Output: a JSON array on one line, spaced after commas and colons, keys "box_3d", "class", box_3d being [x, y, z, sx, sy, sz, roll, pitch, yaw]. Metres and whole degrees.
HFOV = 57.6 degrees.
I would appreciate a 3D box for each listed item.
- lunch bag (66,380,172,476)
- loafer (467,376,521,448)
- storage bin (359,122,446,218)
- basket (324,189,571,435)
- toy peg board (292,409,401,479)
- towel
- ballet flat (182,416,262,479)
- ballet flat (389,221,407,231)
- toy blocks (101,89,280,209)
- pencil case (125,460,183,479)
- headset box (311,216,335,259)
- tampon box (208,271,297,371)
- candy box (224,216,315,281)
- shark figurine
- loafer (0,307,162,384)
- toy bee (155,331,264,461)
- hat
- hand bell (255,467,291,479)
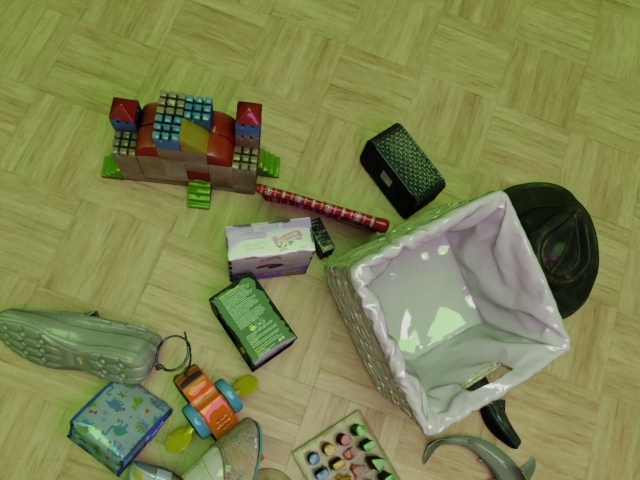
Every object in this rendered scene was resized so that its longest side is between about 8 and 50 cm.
[{"box_3d": [-0.372, 0.337, 1.092, 0.128, 0.096, 0.151, 35, 43, 3], "class": "lunch bag"}, {"box_3d": [0.362, 0.348, 1.202, 0.061, 0.062, 0.170, -32, 82, -20], "class": "loafer"}, {"box_3d": [0.178, -0.152, 1.289, 0.084, 0.122, 0.180, -34, 81, -15], "class": "storage bin"}, {"box_3d": [0.217, 0.118, 1.100, 0.328, 0.266, 0.331, -27, 98, -14], "class": "basket"}, {"box_3d": [0.056, 0.440, 1.124, 0.160, 0.079, 0.161, -29, 79, -15], "class": "toy peg board"}, {"box_3d": [0.003, -0.065, 1.208, 0.274, 0.199, 0.031, 16, 91, -2], "class": "towel"}, {"box_3d": [-0.191, 0.440, 0.998, 0.106, 0.107, 0.316, 8, 111, -33], "class": "ballet flat"}, {"box_3d": [0.129, 0.054, 1.260, 0.232, 0.080, 0.073, -40, 110, -14], "class": "ballet flat"}, {"box_3d": [-0.267, -0.199, 1.173, 0.381, 0.261, 0.191, 6, 73, -5], "class": "toy blocks"}, {"box_3d": [-0.338, 0.533, 1.022, 0.113, 0.124, 0.273, 22, 71, 0], "class": "pencil case"}, {"box_3d": [0.000, 0.000, 1.253, 0.032, 0.062, 0.083, -24, 79, -13], "class": "headset box"}, {"box_3d": [-0.137, 0.164, 1.157, 0.101, 0.120, 0.161, -33, 80, -16], "class": "tampon box"}, {"box_3d": [-0.105, 0.023, 1.163, 0.164, 0.196, 0.070, -6, 75, -10], "class": "candy box"}, {"box_3d": [0.344, 0.447, 1.144, 0.278, 0.116, 0.166, 42, 72, 4], "class": "shark figurine"}, {"box_3d": [-0.466, 0.188, 1.127, 0.319, 0.112, 0.111, 16, 35, 3], "class": "loafer"}, {"box_3d": [-0.214, 0.295, 1.111, 0.195, 0.162, 0.299, -13, 97, -26], "class": "toy bee"}, {"box_3d": [0.507, 0.006, 1.274, 0.331, 0.134, 0.332, 2, 75, -9], "class": "hat"}, {"box_3d": [-0.090, 0.474, 1.009, 0.126, 0.242, 0.126, 2, 74, -7], "class": "hand bell"}]
